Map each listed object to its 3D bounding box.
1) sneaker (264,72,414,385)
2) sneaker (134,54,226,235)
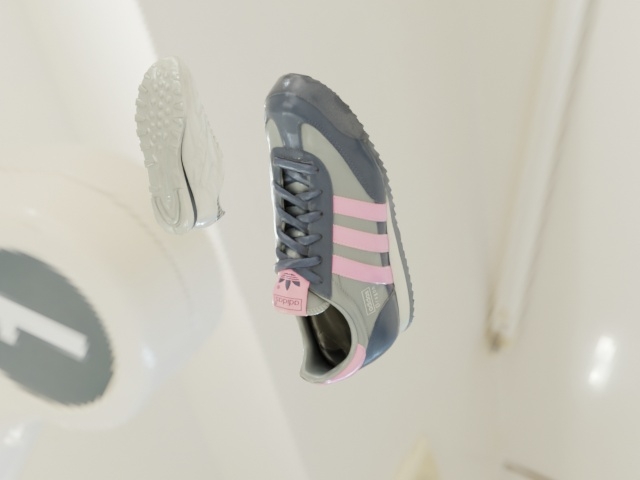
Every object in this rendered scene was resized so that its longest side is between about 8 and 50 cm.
[{"bbox_3d":[0.000,0.000,1.583,0.131,0.112,0.319,-44,-51,-34],"label":"sneaker"},{"bbox_3d":[-0.175,-0.127,2.172,0.095,0.090,0.235,-19,-66,-42],"label":"sneaker"}]
